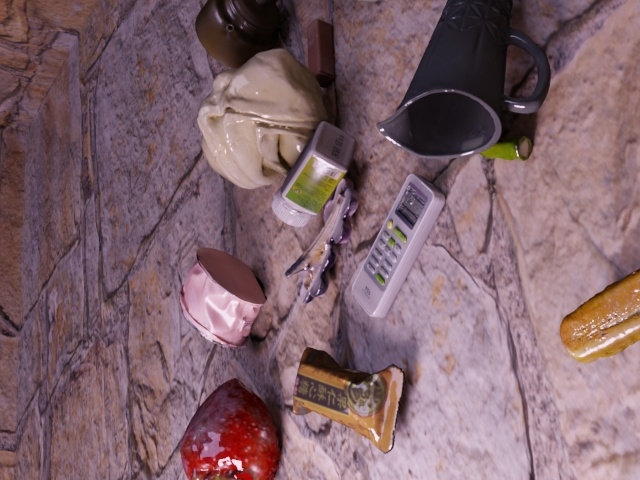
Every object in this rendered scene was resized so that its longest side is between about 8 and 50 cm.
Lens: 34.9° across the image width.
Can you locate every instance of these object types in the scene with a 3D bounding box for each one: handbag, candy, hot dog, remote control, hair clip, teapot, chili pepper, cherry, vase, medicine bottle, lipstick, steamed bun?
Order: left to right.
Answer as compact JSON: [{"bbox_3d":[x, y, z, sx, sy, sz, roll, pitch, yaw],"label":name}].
[{"bbox_3d":[-0.208,0.118,2.155,0.116,0.179,0.205,-55,36,18],"label":"handbag"},{"bbox_3d":[-0.169,0.382,1.964,0.192,0.175,0.249,-30,49,38],"label":"cherry"},{"bbox_3d":[-0.169,-0.527,2.398,0.175,0.185,0.267,-36,12,40],"label":"teapot"},{"bbox_3d":[-0.120,-0.219,2.099,0.289,0.276,0.203,-30,60,18],"label":"steamed bun"},{"bbox_3d":[-0.016,-0.120,1.982,0.188,0.088,0.132,-55,11,35],"label":"medicine bottle"},{"bbox_3d":[0.000,-0.399,2.177,0.045,0.045,0.145,-38,46,48],"label":"lipstick"},{"bbox_3d":[0.007,0.003,1.958,0.257,0.075,0.146,-61,16,9],"label":"hair clip"},{"bbox_3d":[0.049,0.261,1.736,0.271,0.101,0.143,11,92,54],"label":"candy"},{"bbox_3d":[0.133,0.010,1.773,0.250,0.034,0.103,-63,32,18],"label":"remote control"},{"bbox_3d":[0.239,-0.279,1.599,0.251,0.156,0.300,4,56,21],"label":"vase"},{"bbox_3d":[0.262,-0.163,1.625,0.052,0.050,0.202,-31,32,-14],"label":"chili pepper"},{"bbox_3d":[0.413,0.071,1.249,0.286,0.061,0.087,-35,51,46],"label":"hot dog"}]

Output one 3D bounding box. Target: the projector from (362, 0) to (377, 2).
[{"bbox_3d":[-0.006,-0.626,2.047,0.248,0.249,0.248,-136,52,-57],"label":"projector"}]
